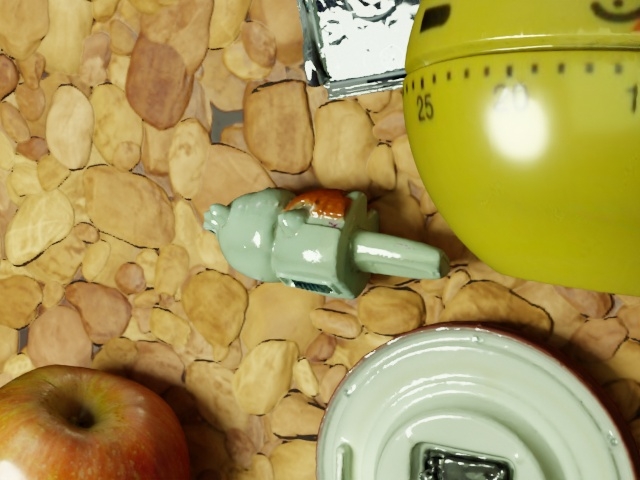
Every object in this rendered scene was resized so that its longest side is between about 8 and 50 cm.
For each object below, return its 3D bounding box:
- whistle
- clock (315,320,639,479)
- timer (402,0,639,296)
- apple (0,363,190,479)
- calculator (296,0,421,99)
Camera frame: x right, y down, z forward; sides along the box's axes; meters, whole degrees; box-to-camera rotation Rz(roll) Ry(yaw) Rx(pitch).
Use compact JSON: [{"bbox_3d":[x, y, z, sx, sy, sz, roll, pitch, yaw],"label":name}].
[{"bbox_3d":[-0.001,0.001,1.189,0.253,0.102,0.106,10,101,27],"label":"whistle"},{"bbox_3d":[0.141,0.230,1.176,0.318,0.080,0.318,5,101,26],"label":"clock"},{"bbox_3d":[0.229,-0.154,0.920,0.376,0.376,0.387,6,90,25],"label":"timer"},{"bbox_3d":[-0.260,0.259,1.289,0.242,0.242,0.241,24,116,20],"label":"apple"},{"bbox_3d":[0.102,-0.224,1.138,0.274,0.028,0.165,-7,97,27],"label":"calculator"}]
